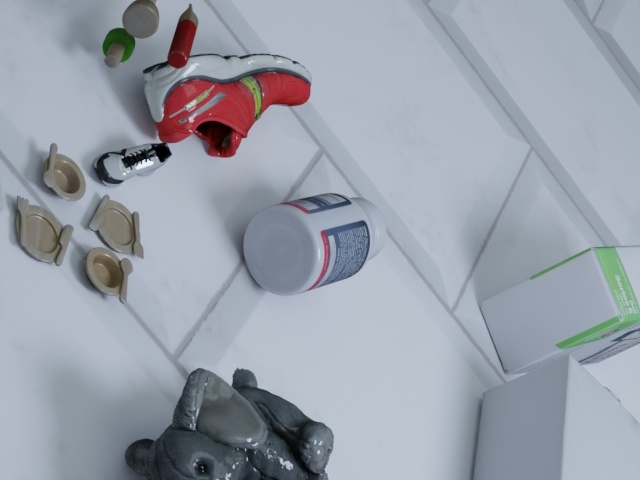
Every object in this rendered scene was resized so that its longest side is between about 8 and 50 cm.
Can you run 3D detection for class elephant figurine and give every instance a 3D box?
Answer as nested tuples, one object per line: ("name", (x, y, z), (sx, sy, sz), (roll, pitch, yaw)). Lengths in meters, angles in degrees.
("elephant figurine", (-0.109, 0.210, 1.634), (0.239, 0.186, 0.169), (15, 87, -48))

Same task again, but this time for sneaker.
("sneaker", (-0.206, -0.089, 1.843), (0.109, 0.044, 0.040), (-27, 89, -55))
("sneaker", (-0.111, -0.158, 2.001), (0.279, 0.107, 0.118), (-9, 91, -52))

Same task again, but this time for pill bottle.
("pill bottle", (0.000, 0.000, 1.992), (0.180, 0.108, 0.108), (-14, 77, -56))

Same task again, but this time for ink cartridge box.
("ink cartridge box", (0.387, 0.094, 2.354), (0.273, 0.198, 0.114), (-1, 66, -53))

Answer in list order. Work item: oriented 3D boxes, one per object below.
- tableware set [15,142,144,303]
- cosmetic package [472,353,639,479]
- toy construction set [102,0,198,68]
("tableware set", (-0.248, -0.014, 1.750), (0.169, 0.020, 0.141), (37, 39, -30))
("cosmetic package", (0.299, 0.349, 2.082), (0.197, 0.155, 0.365), (44, 35, -25))
("toy construction set", (-0.228, -0.363, 1.889), (0.237, 0.257, 0.309), (-83, 148, -60))
